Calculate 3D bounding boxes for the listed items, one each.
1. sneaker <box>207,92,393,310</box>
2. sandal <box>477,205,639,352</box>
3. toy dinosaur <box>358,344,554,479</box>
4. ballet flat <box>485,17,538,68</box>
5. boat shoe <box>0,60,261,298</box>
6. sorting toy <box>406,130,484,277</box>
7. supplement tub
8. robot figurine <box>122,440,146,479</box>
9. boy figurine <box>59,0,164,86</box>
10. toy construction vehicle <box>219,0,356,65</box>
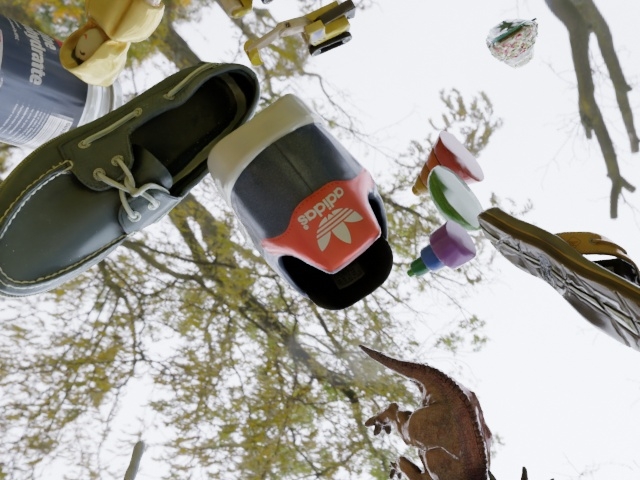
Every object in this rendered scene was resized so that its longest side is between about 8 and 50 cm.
[{"bbox_3d":[0.000,0.000,0.516,0.131,0.350,0.148,-39,-101,1],"label":"sneaker"},{"bbox_3d":[0.198,0.018,0.396,0.049,0.072,0.180,-41,-131,-6],"label":"sandal"},{"bbox_3d":[0.158,0.238,0.597,0.127,0.200,0.295,-22,-92,-19],"label":"toy dinosaur"},{"bbox_3d":[0.342,-0.344,0.920,0.091,0.077,0.241,-26,-164,26],"label":"ballet flat"},{"bbox_3d":[-0.179,-0.071,0.492,0.319,0.116,0.099,-47,-154,-26],"label":"boat shoe"},{"bbox_3d":[0.197,-0.055,0.904,0.126,0.127,0.365,-39,-163,34],"label":"sorting toy"},{"bbox_3d":[-0.484,-0.247,0.844,0.191,0.272,0.190,-4,-98,31],"label":"supplement tub"},{"bbox_3d":[-0.139,0.301,0.275,0.200,0.300,0.352,3,-101,-5],"label":"robot figurine"},{"bbox_3d":[-0.285,-0.353,0.728,0.177,0.092,0.285,45,-64,20],"label":"boy figurine"},{"bbox_3d":[-0.019,-0.174,0.365,0.098,0.035,0.085,-23,-96,-6],"label":"toy construction vehicle"}]
